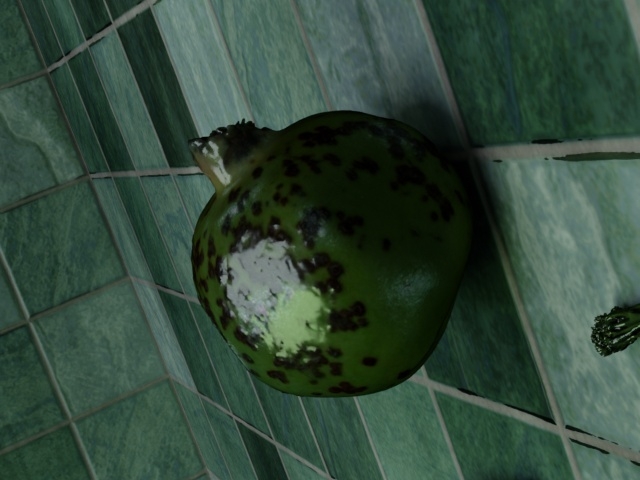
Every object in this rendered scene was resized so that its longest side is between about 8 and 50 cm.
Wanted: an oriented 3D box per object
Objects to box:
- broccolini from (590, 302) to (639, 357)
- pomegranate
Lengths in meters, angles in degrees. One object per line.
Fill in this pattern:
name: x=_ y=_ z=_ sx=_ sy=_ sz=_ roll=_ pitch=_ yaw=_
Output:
broccolini: x=0.220 y=0.051 z=0.734 sx=0.030 sy=0.035 sz=0.140 roll=60 pitch=159 yaw=6
pomegranate: x=0.000 y=0.000 z=0.939 sx=0.270 sy=0.254 sz=0.254 roll=50 pitch=165 yaw=-16
